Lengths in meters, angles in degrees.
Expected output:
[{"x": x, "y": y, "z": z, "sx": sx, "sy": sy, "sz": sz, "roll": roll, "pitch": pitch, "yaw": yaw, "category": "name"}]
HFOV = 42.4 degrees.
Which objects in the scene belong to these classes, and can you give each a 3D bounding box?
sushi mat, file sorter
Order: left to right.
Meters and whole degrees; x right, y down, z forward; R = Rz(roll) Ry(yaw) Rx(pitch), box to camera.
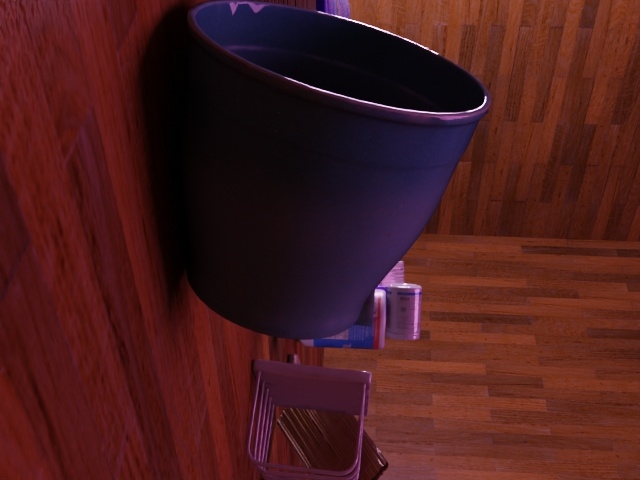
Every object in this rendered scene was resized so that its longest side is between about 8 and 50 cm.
[{"x": -0.018, "y": 0.331, "z": 1.426, "sx": 0.277, "sy": 0.193, "sz": 0.173, "roll": 85, "pitch": 11, "yaw": -66, "category": "file sorter"}, {"x": 0.016, "y": 0.396, "z": 1.629, "sx": 0.151, "sy": 0.019, "sz": 0.316, "roll": -54, "pitch": -144, "yaw": 8, "category": "sushi mat"}]

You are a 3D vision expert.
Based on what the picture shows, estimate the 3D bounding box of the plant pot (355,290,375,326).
[{"x": 0.000, "y": 0.000, "z": 1.428, "sx": 0.290, "sy": 0.196, "sz": 0.290, "roll": 2, "pitch": 90, "yaw": -86, "category": "plant pot"}]

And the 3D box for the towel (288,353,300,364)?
[{"x": -0.065, "y": 0.337, "z": 2.028, "sx": 0.148, "sy": 0.027, "sz": 0.110, "roll": 83, "pitch": 9, "yaw": -72, "category": "towel"}]

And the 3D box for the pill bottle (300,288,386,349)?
[{"x": 0.021, "y": 0.157, "z": 1.681, "sx": 0.124, "sy": 0.222, "sz": 0.124, "roll": 2, "pitch": 90, "yaw": -86, "category": "pill bottle"}]

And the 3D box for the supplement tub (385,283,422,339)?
[{"x": 0.167, "y": 0.142, "z": 1.659, "sx": 0.071, "sy": 0.071, "sz": 0.107, "roll": -51, "pitch": 143, "yaw": -85, "category": "supplement tub"}]

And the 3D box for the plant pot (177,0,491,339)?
[{"x": -0.016, "y": -0.058, "z": 0.774, "sx": 0.271, "sy": 0.272, "sz": 0.255, "roll": -82, "pitch": -171, "yaw": -63, "category": "plant pot"}]

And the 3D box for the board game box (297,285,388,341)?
[{"x": 0.046, "y": 0.190, "z": 2.072, "sx": 0.347, "sy": 0.234, "sz": 0.078, "roll": 81, "pitch": 11, "yaw": -72, "category": "board game box"}]

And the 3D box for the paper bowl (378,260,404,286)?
[{"x": 0.086, "y": 0.078, "z": 2.253, "sx": 0.284, "sy": 0.285, "sz": 0.147, "roll": -14, "pitch": 102, "yaw": -87, "category": "paper bowl"}]

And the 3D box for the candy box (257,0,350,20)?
[{"x": -0.028, "y": -0.291, "z": 1.118, "sx": 0.317, "sy": 0.122, "sz": 0.268, "roll": 67, "pitch": 21, "yaw": -68, "category": "candy box"}]
